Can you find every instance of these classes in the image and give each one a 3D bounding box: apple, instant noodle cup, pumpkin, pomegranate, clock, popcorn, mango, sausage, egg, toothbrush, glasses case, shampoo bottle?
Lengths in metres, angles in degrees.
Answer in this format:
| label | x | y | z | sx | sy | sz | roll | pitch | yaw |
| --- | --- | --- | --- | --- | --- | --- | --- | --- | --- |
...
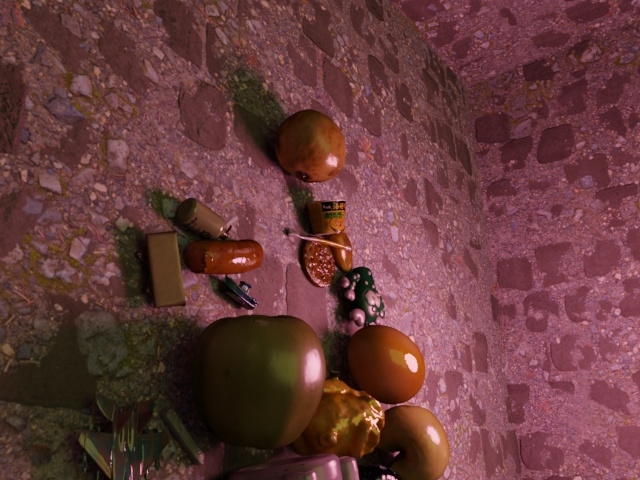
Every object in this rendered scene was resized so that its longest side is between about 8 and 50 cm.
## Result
| label | x | y | z | sx | sy | sz | roll | pitch | yaw |
| --- | --- | --- | --- | --- | --- | --- | --- | --- | --- |
| apple | -0.151 | 0.345 | 1.461 | 0.357 | 0.357 | 0.358 | 27 | 55 | -48 |
| instant noodle cup | 0.027 | -0.083 | 2.075 | 0.151 | 0.151 | 0.122 | -6 | 89 | -56 |
| pumpkin | 0.171 | 0.828 | 1.854 | 0.232 | 0.163 | 0.233 | 12 | 65 | -28 |
| pomegranate | -0.032 | -0.322 | 2.000 | 0.260 | 0.260 | 0.261 | 27 | 55 | -48 |
| clock | -0.088 | 0.611 | 1.454 | 0.295 | 0.322 | 0.114 | 13 | 61 | -53 |
| popcorn | 0.029 | 0.516 | 1.704 | 0.297 | 0.315 | 0.281 | 4 | 93 | -27 |
| mango | 0.080 | 0.039 | 2.172 | 0.101 | 0.066 | 0.188 | -41 | 119 | -53 |
| sausage | -0.255 | 0.044 | 1.643 | 0.270 | 0.108 | 0.109 | -1 | 77 | -58 |
| apple | 0.310 | 0.723 | 2.047 | 0.254 | 0.291 | 0.292 | 2 | 75 | -63 |
| egg | 0.225 | 0.431 | 2.047 | 0.322 | 0.250 | 0.250 | 44 | 43 | -24 |
| toothbrush | 0.000 | 0.000 | 2.049 | 0.288 | 0.021 | 0.024 | 15 | 52 | -38 |
| glasses case | -0.406 | 0.078 | 1.459 | 0.102 | 0.070 | 0.194 | -7 | 83 | -28 |
| shampoo bottle | -0.317 | -0.048 | 1.613 | 0.162 | 0.079 | 0.079 | 39 | 47 | -42 |

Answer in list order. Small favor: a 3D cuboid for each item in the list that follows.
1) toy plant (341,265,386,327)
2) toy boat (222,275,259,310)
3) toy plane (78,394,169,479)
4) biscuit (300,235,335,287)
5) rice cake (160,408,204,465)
| label | x | y | z | sx | sy | sz | roll | pitch | yaw |
| --- | --- | --- | --- | --- | --- | --- | --- | --- | --- |
| toy plant | 0.161 | 0.218 | 2.164 | 0.232 | 0.112 | 0.244 | -9 | 80 | -57 |
| toy boat | -0.229 | 0.146 | 1.676 | 0.137 | 0.060 | 0.061 | 41 | 64 | -31 |
| toy plane | -0.418 | 0.496 | 1.222 | 0.222 | 0.104 | 0.327 | 24 | 62 | -48 |
| biscuit | -0.005 | 0.075 | 2.061 | 0.187 | 0.027 | 0.188 | 28 | 55 | -48 |
| rice cake | -0.332 | 0.477 | 1.413 | 0.171 | 0.033 | 0.029 | 63 | 36 | -16 |
